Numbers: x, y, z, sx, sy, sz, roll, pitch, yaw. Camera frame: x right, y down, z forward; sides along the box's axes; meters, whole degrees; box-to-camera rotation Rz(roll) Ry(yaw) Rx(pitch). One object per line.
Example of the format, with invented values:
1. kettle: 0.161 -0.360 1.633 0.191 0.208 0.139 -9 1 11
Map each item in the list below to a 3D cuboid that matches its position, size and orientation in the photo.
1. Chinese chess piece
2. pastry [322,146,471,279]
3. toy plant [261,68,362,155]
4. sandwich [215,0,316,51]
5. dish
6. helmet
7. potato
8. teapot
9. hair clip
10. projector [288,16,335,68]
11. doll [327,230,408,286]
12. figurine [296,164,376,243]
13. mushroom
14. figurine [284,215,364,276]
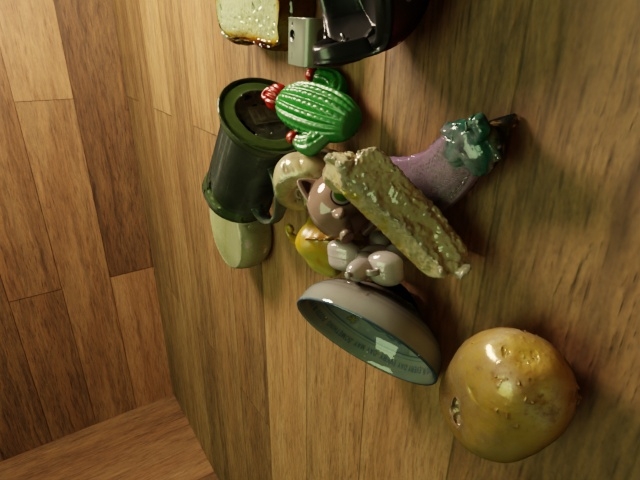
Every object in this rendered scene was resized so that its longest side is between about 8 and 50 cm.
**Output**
1. Chinese chess piece: -0.236 -0.043 1.323 0.250 0.101 0.250 30 128 50
2. pastry: 0.111 -0.044 0.678 0.258 0.089 0.121 47 164 2
3. toy plant: -0.017 -0.258 0.855 0.154 0.088 0.240 -36 53 11
4. sandwich: -0.122 -0.540 0.933 0.301 0.099 0.271 33 134 44
5. dish: 0.105 0.129 0.814 0.273 0.134 0.273 27 158 12
6. helmet: 0.053 -0.355 0.631 0.216 0.193 0.189 38 150 56
7. potato: 0.248 0.213 0.618 0.234 0.146 0.150 98 -171 -53
8. teapot: -0.152 -0.160 1.054 0.270 0.200 0.337 62 149 16
9. hair clip: 0.156 -0.098 0.702 0.358 0.110 0.096 -25 41 63
10. projector: -0.010 -0.364 0.837 0.083 0.083 0.082 34 130 47
11. doll: 0.088 0.032 0.775 0.160 0.161 0.059 21 118 57
12. figurine: 0.037 -0.067 0.786 0.138 0.125 0.125 61 147 16
13. mushroom: -0.015 -0.113 0.882 0.154 0.154 0.123 125 136 -52
14. figurine: 0.000 0.000 0.957 0.246 0.131 0.156 171 100 -70
